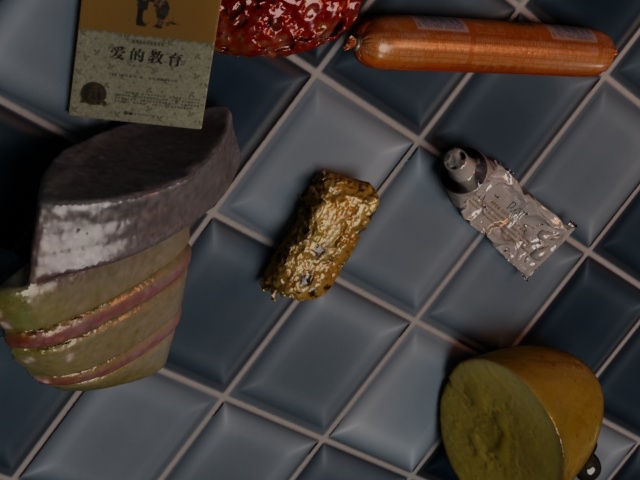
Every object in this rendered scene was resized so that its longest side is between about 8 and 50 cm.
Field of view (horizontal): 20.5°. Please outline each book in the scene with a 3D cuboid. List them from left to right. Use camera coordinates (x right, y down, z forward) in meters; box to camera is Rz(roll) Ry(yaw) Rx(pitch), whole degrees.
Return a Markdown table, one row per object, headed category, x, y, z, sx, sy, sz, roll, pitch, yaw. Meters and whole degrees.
| category | x | y | z | sx | sy | sz | roll | pitch | yaw |
| --- | --- | --- | --- | --- | --- | --- | --- | --- | --- |
| book | -0.148 | -0.176 | 1.502 | 0.118 | 0.012 | 0.172 | 5 | 121 | -9 |

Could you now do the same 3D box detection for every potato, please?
| category | x | y | z | sx | sy | sz | roll | pitch | yaw |
| --- | --- | --- | --- | --- | --- | --- | --- | --- | --- |
| potato | 0.248 | 0.200 | 2.011 | 0.158 | 0.178 | 0.203 | -25 | 109 | -40 |

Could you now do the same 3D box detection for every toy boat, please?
| category | x | y | z | sx | sy | sz | roll | pitch | yaw |
| --- | --- | --- | --- | --- | --- | --- | --- | --- | --- |
| toy boat | -0.180 | 0.026 | 1.562 | 0.276 | 0.111 | 0.293 | -16 | 127 | -57 |

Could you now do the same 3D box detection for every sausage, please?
| category | x | y | z | sx | sy | sz | roll | pitch | yaw |
| --- | --- | --- | --- | --- | --- | --- | --- | --- | --- |
| sausage | 0.163 | -0.189 | 1.724 | 0.348 | 0.053 | 0.053 | -2 | 122 | -36 |

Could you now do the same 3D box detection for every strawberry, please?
| category | x | y | z | sx | sy | sz | roll | pitch | yaw |
| --- | --- | --- | --- | --- | --- | --- | --- | --- | --- |
| strawberry | -0.032 | -0.216 | 1.543 | 0.192 | 0.085 | 0.140 | -2 | 124 | -34 |

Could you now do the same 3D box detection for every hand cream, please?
| category | x | y | z | sx | sy | sz | roll | pitch | yaw |
| --- | --- | --- | --- | --- | --- | --- | --- | --- | --- |
| hand cream | 0.188 | -0.036 | 1.862 | 0.084 | 0.050 | 0.257 | -48 | 142 | 6 |

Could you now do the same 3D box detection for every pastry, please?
| category | x | y | z | sx | sy | sz | roll | pitch | yaw |
| --- | --- | --- | --- | --- | --- | --- | --- | --- | --- |
| pastry | 0.000 | 0.000 | 1.743 | 0.080 | 0.056 | 0.140 | 13 | 115 | -29 |

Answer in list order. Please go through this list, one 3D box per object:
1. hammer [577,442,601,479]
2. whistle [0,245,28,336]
| category | x | y | z | sx | sy | sz | roll | pitch | yaw |
| --- | --- | --- | --- | --- | --- | --- | --- | --- | --- |
| hammer | 0.152 | 0.356 | 2.127 | 0.440 | 0.044 | 0.168 | -37 | 136 | -8 |
| whistle | -0.283 | 0.042 | 1.561 | 0.090 | 0.090 | 0.158 | -61 | 169 | 16 |
